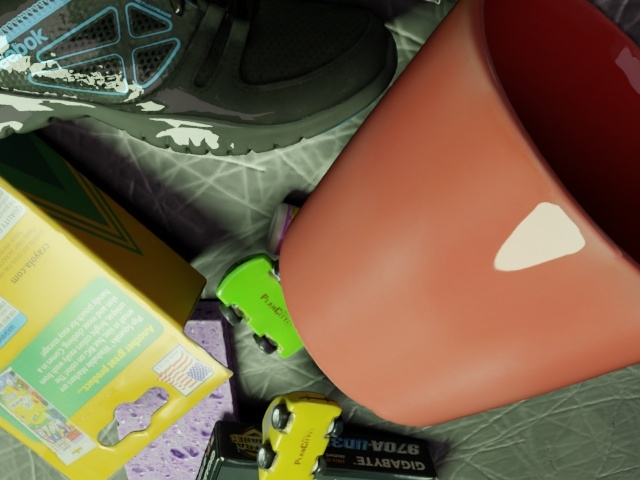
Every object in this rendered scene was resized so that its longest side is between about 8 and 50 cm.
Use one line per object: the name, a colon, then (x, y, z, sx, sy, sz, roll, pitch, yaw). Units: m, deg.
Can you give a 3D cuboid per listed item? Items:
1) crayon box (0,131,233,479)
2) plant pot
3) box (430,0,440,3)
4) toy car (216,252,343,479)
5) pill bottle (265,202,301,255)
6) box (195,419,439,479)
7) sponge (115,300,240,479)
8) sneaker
crayon box: (-0.244, 0.039, 0.779, 0.323, 0.083, 0.203, 42, 117, -13)
plant pot: (0.118, -0.008, 0.662, 0.275, 0.275, 0.243, 36, 130, -20)
box: (-0.022, -0.210, 0.601, 0.207, 0.114, 0.036, 13, 124, -6)
toy car: (-0.006, 0.082, 0.803, 0.239, 0.053, 0.225, -40, 122, 4)
pill bottle: (0.000, 0.000, 0.787, 0.083, 0.043, 0.043, 16, 124, -9)
box: (-0.017, 0.262, 0.943, 0.220, 0.051, 0.175, 10, 124, -18)
sponge: (-0.138, 0.148, 0.903, 0.117, 0.031, 0.210, -1, 125, 3)
sneaker: (-0.115, -0.141, 0.629, 0.341, 0.125, 0.139, -1, 128, -6)
